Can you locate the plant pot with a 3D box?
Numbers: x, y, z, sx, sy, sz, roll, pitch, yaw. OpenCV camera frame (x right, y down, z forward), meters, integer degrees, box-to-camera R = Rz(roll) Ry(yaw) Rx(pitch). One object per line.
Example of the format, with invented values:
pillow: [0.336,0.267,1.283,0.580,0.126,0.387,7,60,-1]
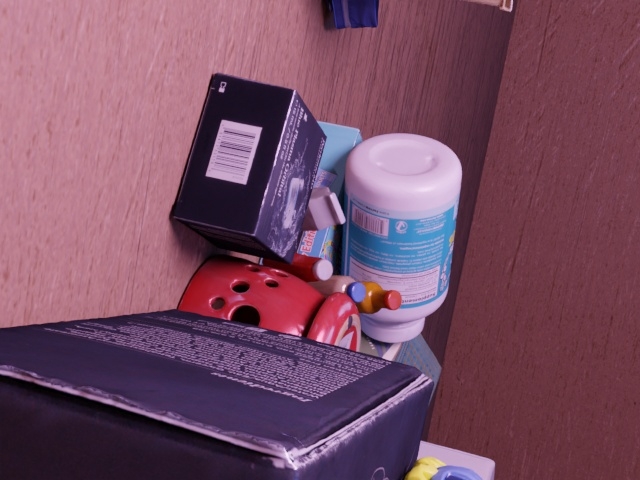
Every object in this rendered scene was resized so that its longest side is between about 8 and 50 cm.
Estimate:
plant pot: [-0.057,0.124,1.135,0.191,0.174,0.191,13,90,-72]

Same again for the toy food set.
toy food set: [0.000,0.000,1.209,0.111,0.104,0.232,-36,113,-36]

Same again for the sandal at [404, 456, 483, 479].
sandal: [0.113,0.257,0.825,0.317,0.138,0.126,1,99,-76]

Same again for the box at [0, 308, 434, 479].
box: [-0.129,0.320,0.799,0.472,0.297,0.480,7,95,-77]

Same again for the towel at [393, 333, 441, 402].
towel: [0.072,0.264,1.526,0.271,0.040,0.370,60,43,-39]

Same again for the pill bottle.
pill bottle: [0.100,0.005,1.342,0.146,0.146,0.264,-58,156,-50]

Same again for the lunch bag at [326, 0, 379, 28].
lunch bag: [0.040,-0.317,1.317,0.098,0.065,0.067,82,11,-51]

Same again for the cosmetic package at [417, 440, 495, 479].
cosmetic package: [0.076,0.553,1.673,0.329,0.327,0.393,82,25,-53]

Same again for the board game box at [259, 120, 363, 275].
board game box: [-0.009,0.042,1.410,0.254,0.079,0.336,59,46,-68]

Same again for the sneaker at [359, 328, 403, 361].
sneaker: [0.065,0.137,1.430,0.192,0.086,0.064,-55,-178,-42]

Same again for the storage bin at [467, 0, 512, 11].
storage bin: [0.108,-0.406,1.112,0.123,0.262,0.260,-58,156,-44]

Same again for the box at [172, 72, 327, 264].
box: [-0.069,-0.071,1.080,0.158,0.093,0.156,45,59,-74]
